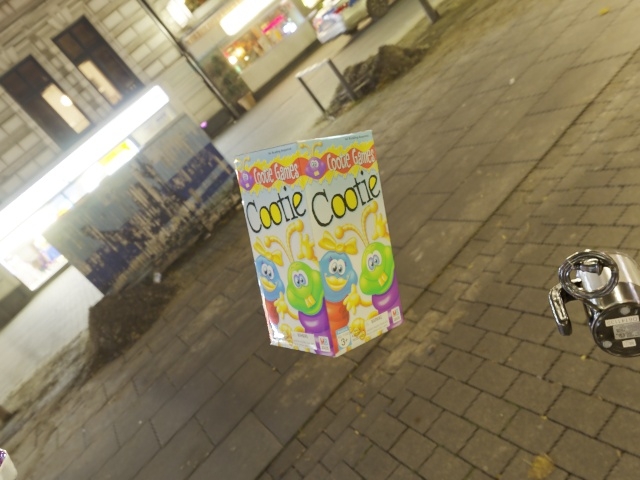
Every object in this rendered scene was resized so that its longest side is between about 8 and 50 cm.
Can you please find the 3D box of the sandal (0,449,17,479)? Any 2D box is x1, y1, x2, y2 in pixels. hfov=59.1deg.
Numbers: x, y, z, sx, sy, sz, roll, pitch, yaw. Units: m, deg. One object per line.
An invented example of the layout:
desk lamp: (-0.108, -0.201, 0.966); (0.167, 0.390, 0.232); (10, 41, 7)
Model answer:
sandal: (-0.379, 0.239, 0.550); (0.416, 0.169, 0.102); (-50, 43, 44)

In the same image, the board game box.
board game box: (0.000, 0.000, 0.789); (0.144, 0.276, 0.142); (-18, 10, -40)

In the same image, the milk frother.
milk frother: (0.372, 0.054, 0.741); (0.129, 0.143, 0.135); (3, 28, 13)
